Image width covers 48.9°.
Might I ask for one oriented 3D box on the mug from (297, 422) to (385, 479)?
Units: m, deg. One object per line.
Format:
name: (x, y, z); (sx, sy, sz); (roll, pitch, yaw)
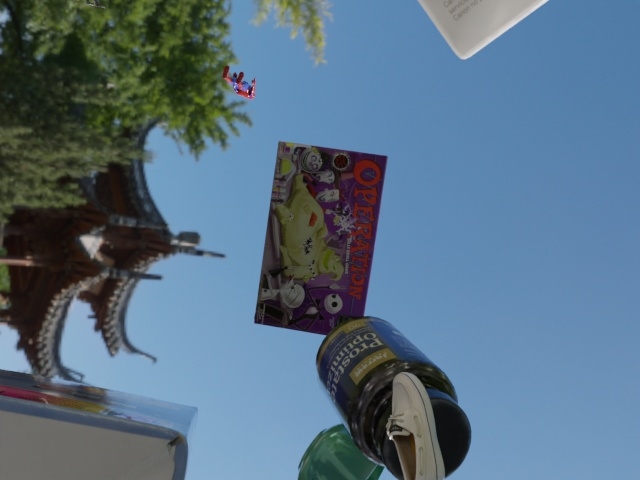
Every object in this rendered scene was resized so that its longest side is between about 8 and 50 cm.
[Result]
mug: (0.020, 0.333, 1.004); (0.097, 0.157, 0.130); (32, -65, 21)

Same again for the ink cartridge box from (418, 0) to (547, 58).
ink cartridge box: (0.092, -0.297, 0.390); (0.306, 0.131, 0.226); (54, -37, -7)

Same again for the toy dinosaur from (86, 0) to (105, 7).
toy dinosaur: (-0.390, -0.457, 1.248); (0.047, 0.090, 0.082); (19, -77, 27)

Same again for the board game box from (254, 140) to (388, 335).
board game box: (0.000, 0.000, 1.315); (0.056, 0.208, 0.347); (-53, 151, -85)

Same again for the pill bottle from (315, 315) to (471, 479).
pill bottle: (0.077, 0.172, 0.779); (0.219, 0.122, 0.123); (-142, -118, -71)

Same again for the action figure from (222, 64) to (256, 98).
action figure: (-0.118, -0.236, 1.065); (0.115, 0.038, 0.030); (42, 68, -84)

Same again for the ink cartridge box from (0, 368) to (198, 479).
ink cartridge box: (-0.264, 0.215, 0.681); (0.395, 0.269, 0.151); (130, -27, -76)

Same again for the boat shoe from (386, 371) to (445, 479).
boat shoe: (0.073, 0.158, 0.590); (0.035, 0.035, 0.100); (-44, -133, 46)
